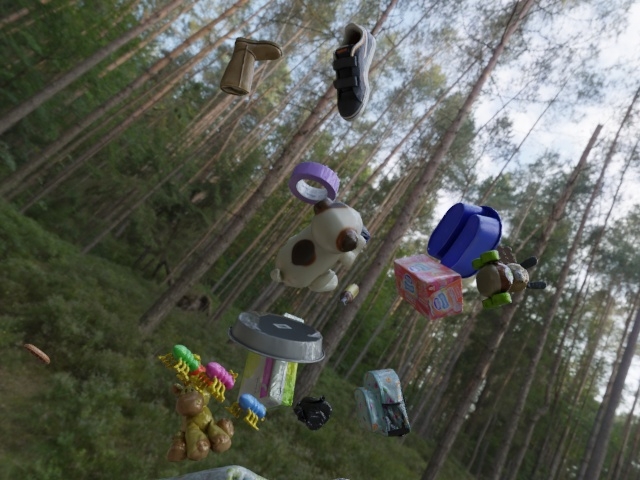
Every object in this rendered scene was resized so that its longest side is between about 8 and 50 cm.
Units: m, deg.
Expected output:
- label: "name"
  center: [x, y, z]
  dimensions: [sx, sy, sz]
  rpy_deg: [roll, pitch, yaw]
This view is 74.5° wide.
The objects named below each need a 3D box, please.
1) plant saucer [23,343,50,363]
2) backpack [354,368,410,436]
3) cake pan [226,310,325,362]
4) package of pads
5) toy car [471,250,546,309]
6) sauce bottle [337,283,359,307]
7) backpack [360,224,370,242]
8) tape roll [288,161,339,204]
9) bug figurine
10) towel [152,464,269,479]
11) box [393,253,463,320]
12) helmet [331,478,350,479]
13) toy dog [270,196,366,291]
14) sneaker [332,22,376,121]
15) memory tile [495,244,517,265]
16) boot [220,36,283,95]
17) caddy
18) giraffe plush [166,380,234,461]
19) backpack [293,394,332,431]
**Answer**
- label: "plant saucer"
  center: [-0.805, 0.322, 1.198]
  dimensions: [0.083, 0.013, 0.083]
  rpy_deg: [21, -40, 18]
- label: "backpack"
  center: [0.182, 0.489, 1.282]
  dimensions: [0.144, 0.188, 0.166]
  rpy_deg: [2, -17, -11]
- label: "cake pan"
  center: [-0.122, 0.273, 1.225]
  dimensions: [0.293, 0.054, 0.293]
  rpy_deg: [16, 2, -1]
- label: "package of pads"
  center: [-0.171, 0.420, 1.421]
  dimensions: [0.101, 0.296, 0.229]
  rpy_deg: [29, -41, -24]
- label: "toy car"
  center: [0.573, 0.110, 1.254]
  dimensions: [0.188, 0.155, 0.149]
  rpy_deg: [-8, -17, -2]
- label: "sauce bottle"
  center: [0.085, 0.175, 1.325]
  dimensions: [0.042, 0.128, 0.042]
  rpy_deg: [6, -74, 22]
- label: "backpack"
  center: [0.168, -0.024, 2.074]
  dimensions: [0.120, 0.101, 0.098]
  rpy_deg: [11, 30, -30]
- label: "tape roll"
  center: [-0.037, -0.313, 2.349]
  dimensions: [0.275, 0.090, 0.275]
  rpy_deg: [14, -28, 7]
- label: "bug figurine"
  center: [-0.247, 0.328, 0.979]
  dimensions: [0.279, 0.072, 0.216]
  rpy_deg: [14, -35, 36]
- label: "towel"
  center: [-0.281, 0.722, 1.165]
  dimensions: [0.320, 0.090, 0.374]
  rpy_deg: [-22, -47, 14]
- label: "box"
  center: [0.408, 0.170, 1.627]
  dimensions: [0.300, 0.142, 0.154]
  rpy_deg: [-134, -145, -70]
- label: "helmet"
  center: [0.059, 0.831, 1.313]
  dimensions: [0.169, 0.169, 0.161]
  rpy_deg: [37, -18, 6]
- label: "toy dog"
  center: [0.000, 0.000, 1.683]
  dimensions: [0.408, 0.395, 0.284]
  rpy_deg: [-47, -120, 41]
- label: "sneaker"
  center: [0.097, -0.576, 1.433]
  dimensions: [0.126, 0.321, 0.127]
  rpy_deg: [3, -9, 39]
- label: "memory tile"
  center: [0.831, 0.075, 1.913]
  dimensions: [0.113, 0.012, 0.148]
  rpy_deg: [7, -40, 51]
- label: "boot"
  center: [-0.306, -0.770, 1.892]
  dimensions: [0.236, 0.269, 0.089]
  rpy_deg: [8, -19, 2]
- label: "caddy"
  center: [0.627, 0.000, 1.816]
  dimensions: [0.179, 0.341, 0.241]
  rpy_deg: [15, 26, -28]
- label: "giraffe plush"
  center: [-0.338, 0.474, 1.156]
  dimensions: [0.210, 0.181, 0.170]
  rpy_deg: [177, -94, -68]
- label: "backpack"
  center: [-0.043, 0.764, 1.858]
  dimensions: [0.115, 0.152, 0.182]
  rpy_deg: [60, -30, -6]
